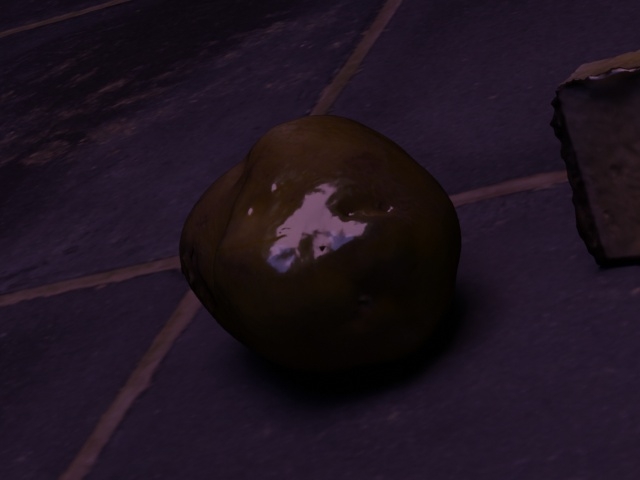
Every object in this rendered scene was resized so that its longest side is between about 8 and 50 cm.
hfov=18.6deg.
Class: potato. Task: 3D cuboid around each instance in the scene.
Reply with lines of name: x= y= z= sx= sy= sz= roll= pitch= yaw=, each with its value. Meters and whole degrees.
potato: x=0.191 y=-0.053 z=1.161 sx=0.086 sy=0.122 sz=0.061 roll=-10 pitch=17 yaw=25
potato: x=0.003 y=0.004 z=1.190 sx=0.154 sy=0.137 sz=0.200 roll=-54 pitch=24 yaw=1
